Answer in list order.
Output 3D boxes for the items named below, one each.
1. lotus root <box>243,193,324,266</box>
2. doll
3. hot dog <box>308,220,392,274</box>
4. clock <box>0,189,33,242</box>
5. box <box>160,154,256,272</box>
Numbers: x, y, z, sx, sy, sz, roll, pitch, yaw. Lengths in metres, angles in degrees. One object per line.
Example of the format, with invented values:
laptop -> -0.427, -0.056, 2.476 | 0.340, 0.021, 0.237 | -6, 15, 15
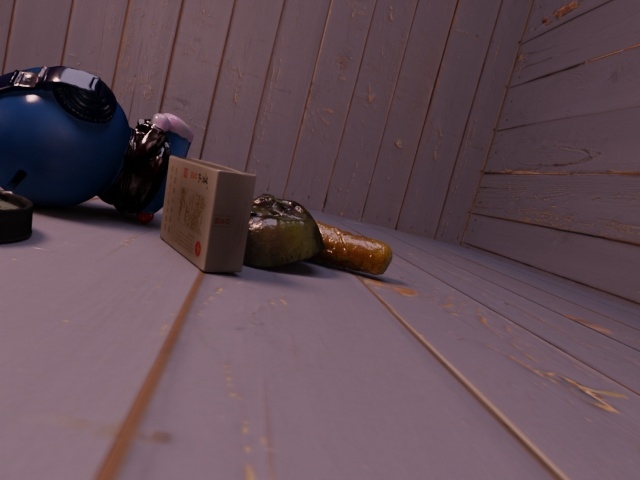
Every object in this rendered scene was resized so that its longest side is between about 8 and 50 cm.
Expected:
lotus root -> -0.087, -0.029, 0.780 | 0.203, 0.078, 0.183 | -11, 27, -34
doll -> -0.405, -0.159, 0.781 | 0.284, 0.240, 0.310 | -29, -39, 33
hot dog -> 0.000, 0.000, 0.899 | 0.286, 0.088, 0.061 | 12, -31, 7
clock -> -0.422, -0.040, 0.506 | 0.184, 0.040, 0.184 | 15, 6, -2
box -> -0.172, -0.045, 0.671 | 0.058, 0.141, 0.201 | 4, 10, -36
